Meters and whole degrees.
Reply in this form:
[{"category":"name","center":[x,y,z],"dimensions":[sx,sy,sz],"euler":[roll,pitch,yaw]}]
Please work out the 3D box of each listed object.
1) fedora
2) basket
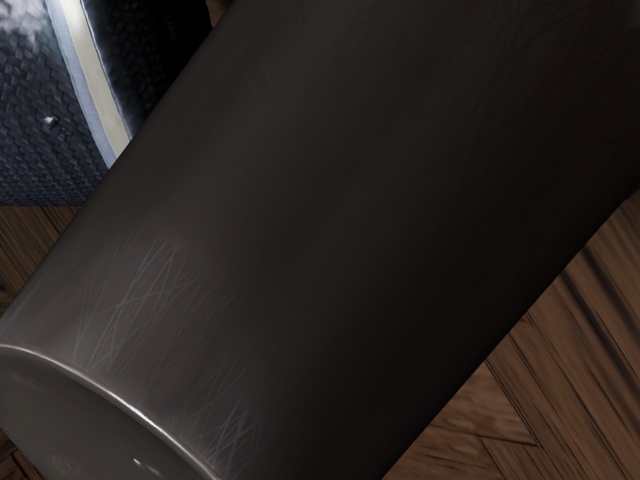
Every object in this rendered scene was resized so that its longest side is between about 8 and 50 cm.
[{"category":"fedora","center":[-0.137,-0.109,0.804],"dimensions":[0.334,0.152,0.334],"euler":[-14,-90,-88]},{"category":"basket","center":[0.000,0.000,0.655],"dimensions":[0.154,0.227,0.204],"euler":[26,152,25]}]
